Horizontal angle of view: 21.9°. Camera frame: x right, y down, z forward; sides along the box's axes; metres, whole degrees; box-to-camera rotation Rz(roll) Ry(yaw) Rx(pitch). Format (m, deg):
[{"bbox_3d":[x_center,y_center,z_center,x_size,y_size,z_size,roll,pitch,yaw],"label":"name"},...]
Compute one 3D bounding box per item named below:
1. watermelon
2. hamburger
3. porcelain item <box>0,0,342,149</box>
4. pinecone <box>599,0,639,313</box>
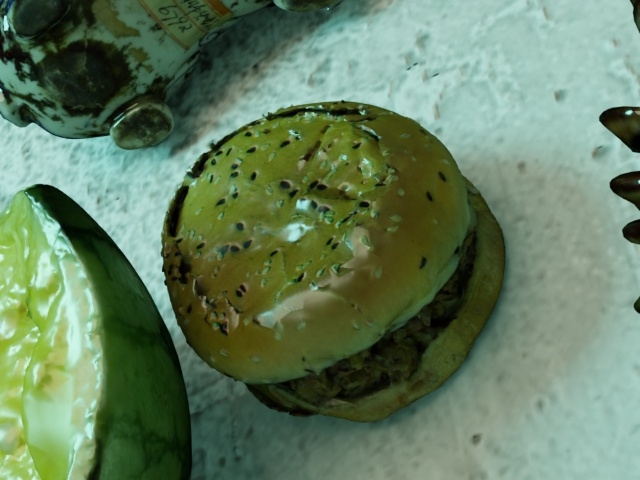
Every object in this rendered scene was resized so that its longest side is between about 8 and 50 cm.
[{"bbox_3d":[-0.183,0.133,0.857,0.331,0.189,0.330,-14,67,37],"label":"watermelon"},{"bbox_3d":[0.000,0.000,0.848,0.177,0.113,0.185,-14,53,35],"label":"hamburger"},{"bbox_3d":[-0.095,-0.187,1.058,0.288,0.138,0.186,-35,33,14],"label":"porcelain item"},{"bbox_3d":[0.247,-0.094,0.607,0.298,0.242,0.296,-6,62,21],"label":"pinecone"}]
